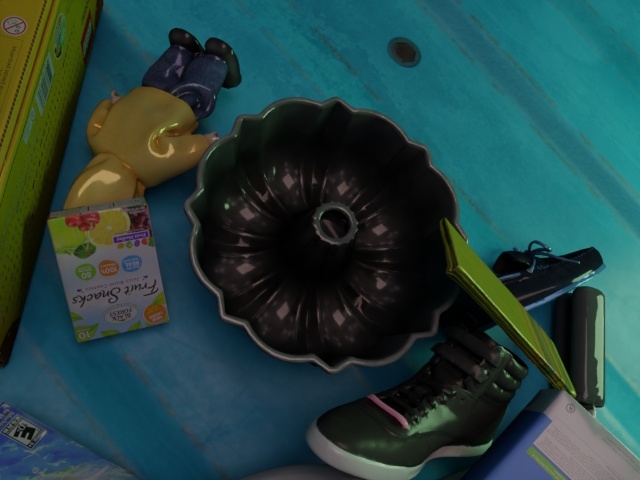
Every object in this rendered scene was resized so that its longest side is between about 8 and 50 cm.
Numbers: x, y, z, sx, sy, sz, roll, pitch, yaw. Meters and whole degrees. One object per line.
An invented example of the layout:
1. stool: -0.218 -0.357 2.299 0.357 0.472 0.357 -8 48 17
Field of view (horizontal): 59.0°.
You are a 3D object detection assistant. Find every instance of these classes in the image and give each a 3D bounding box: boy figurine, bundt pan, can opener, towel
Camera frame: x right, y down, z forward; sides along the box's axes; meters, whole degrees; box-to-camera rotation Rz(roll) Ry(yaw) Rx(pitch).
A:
1. boy figurine: -0.197 -0.125 0.680 0.177 0.092 0.285 18 67 16
2. bundt pan: 0.000 0.000 0.686 0.331 0.124 0.330 6 70 -15
3. can opener: 0.324 0.192 0.740 0.093 0.074 0.280 21 67 -9
4. towel: 0.210 0.080 0.644 0.237 0.021 0.102 45 23 -22

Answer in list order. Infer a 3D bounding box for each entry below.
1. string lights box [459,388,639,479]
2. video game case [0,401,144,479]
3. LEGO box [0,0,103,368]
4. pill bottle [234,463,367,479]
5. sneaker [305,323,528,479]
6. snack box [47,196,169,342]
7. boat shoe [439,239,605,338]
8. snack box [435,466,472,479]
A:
1. string lights box: 0.201 0.291 0.573 0.260 0.076 0.133 -44 78 -8
2. video game case: -0.254 0.305 0.472 0.244 0.061 0.269 32 35 -5
3. LEGO box: -0.465 -0.151 0.563 0.373 0.193 0.499 10 69 -13
4. pill bottle: -0.013 0.393 0.497 0.188 0.188 0.333 -9 88 -19
5. sneaker: 0.113 0.157 0.600 0.296 0.105 0.146 10 106 -43
6. snack box: -0.228 0.031 0.618 0.100 0.037 0.141 -11 110 -18
7. boat shoe: 0.270 0.049 0.759 0.259 0.109 0.089 -19 74 -23
8. snack box: 0.222 0.358 0.632 0.175 0.070 0.207 -19 76 -3
